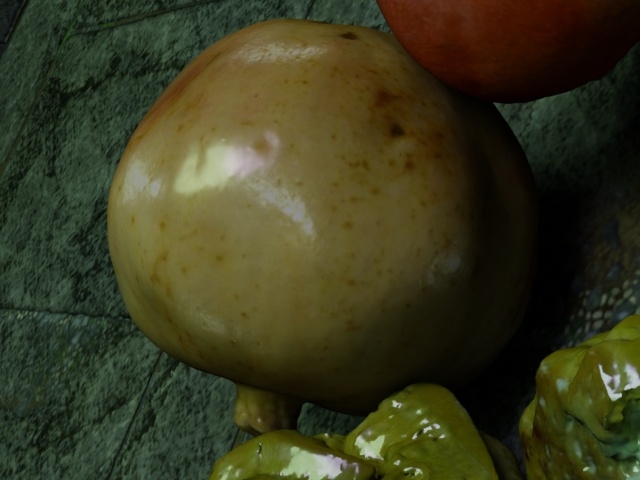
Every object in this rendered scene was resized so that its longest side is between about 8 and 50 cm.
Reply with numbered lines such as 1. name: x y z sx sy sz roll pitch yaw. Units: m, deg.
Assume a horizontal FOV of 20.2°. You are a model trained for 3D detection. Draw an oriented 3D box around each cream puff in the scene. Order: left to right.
1. cream puff: 0.031 0.247 1.473 0.269 0.274 0.323 -61 31 15
2. cream puff: 0.264 0.177 1.268 0.282 0.185 0.281 176 90 -72

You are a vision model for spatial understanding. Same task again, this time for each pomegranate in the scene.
1. pomegranate: 0.000 0.000 1.632 0.411 0.411 0.411 -37 36 33

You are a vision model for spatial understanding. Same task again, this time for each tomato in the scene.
1. tomato: 0.184 -0.282 1.490 0.341 0.273 0.341 -49 13 15
